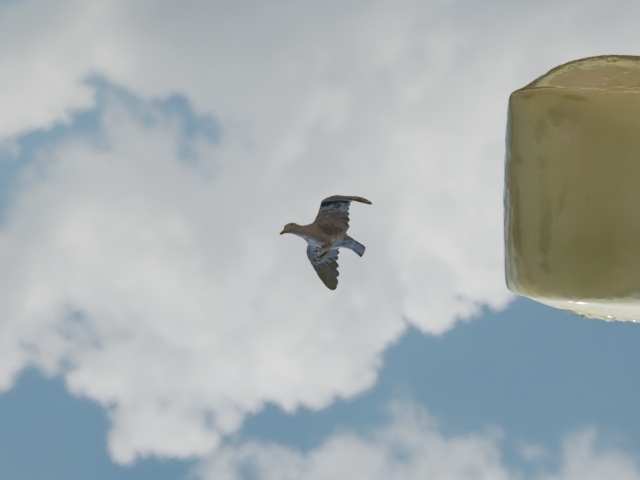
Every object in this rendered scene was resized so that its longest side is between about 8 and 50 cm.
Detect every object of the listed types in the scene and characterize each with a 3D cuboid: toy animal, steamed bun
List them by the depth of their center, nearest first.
[{"bbox_3d":[0.000,0.000,1.148,0.050,0.084,0.028,1,-132,-21],"label":"toy animal"},{"bbox_3d":[0.247,-0.036,1.390,0.155,0.200,0.250,8,-174,37],"label":"steamed bun"}]
